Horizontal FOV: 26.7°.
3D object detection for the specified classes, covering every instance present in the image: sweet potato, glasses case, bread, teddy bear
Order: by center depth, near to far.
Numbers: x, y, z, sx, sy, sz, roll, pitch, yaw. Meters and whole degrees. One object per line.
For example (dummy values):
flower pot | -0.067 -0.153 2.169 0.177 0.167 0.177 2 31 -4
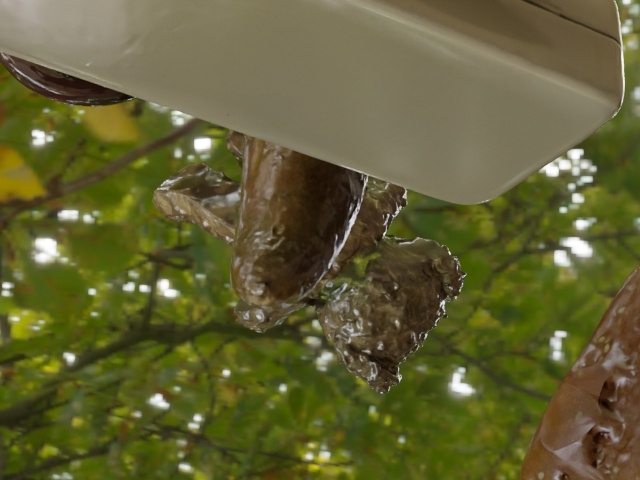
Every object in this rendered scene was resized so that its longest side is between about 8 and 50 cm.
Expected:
glasses case | -0.018 -0.116 0.667 0.336 0.144 0.076 18 -120 -26
sweet potato | -0.017 -0.115 0.874 0.114 0.092 0.341 3 -113 -24
bread | 0.292 0.142 1.127 0.110 0.184 0.234 34 -97 -33
teddy bear | -0.005 -0.002 1.429 0.246 0.296 0.222 -43 -54 -15

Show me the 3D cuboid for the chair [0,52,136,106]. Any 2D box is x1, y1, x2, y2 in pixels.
chair | -0.217 -0.292 1.340 0.227 0.401 0.226 6 -120 -10
